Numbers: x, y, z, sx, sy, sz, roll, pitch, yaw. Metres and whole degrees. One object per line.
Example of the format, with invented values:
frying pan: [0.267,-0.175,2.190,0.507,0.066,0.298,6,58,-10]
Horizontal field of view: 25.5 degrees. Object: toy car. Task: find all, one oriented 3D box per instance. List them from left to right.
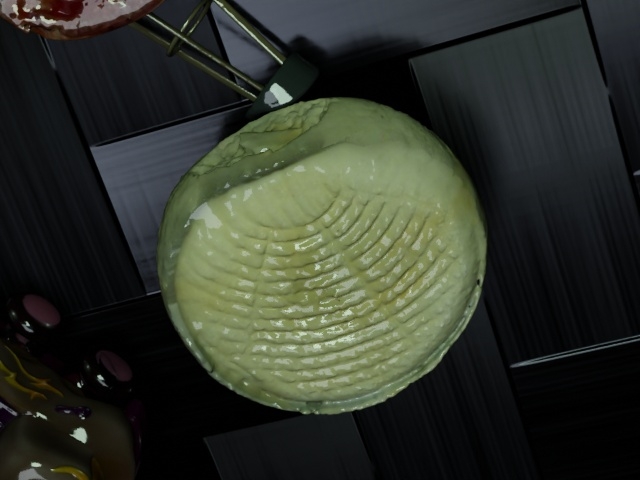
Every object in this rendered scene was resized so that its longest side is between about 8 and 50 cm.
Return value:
toy car: [-0.379,0.243,1.708,0.341,0.240,0.271,36,111,-9]

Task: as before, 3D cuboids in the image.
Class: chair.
chair: [-0.114,-0.210,1.565,0.222,0.104,0.095,34,143,0]

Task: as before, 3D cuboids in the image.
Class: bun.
bun: [-0.001,0.001,1.561,0.364,0.202,0.364,-2,119,-4]

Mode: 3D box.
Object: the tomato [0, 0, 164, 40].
tomato: [-0.258,-0.361,1.479,0.309,0.170,0.308,0,102,2]
